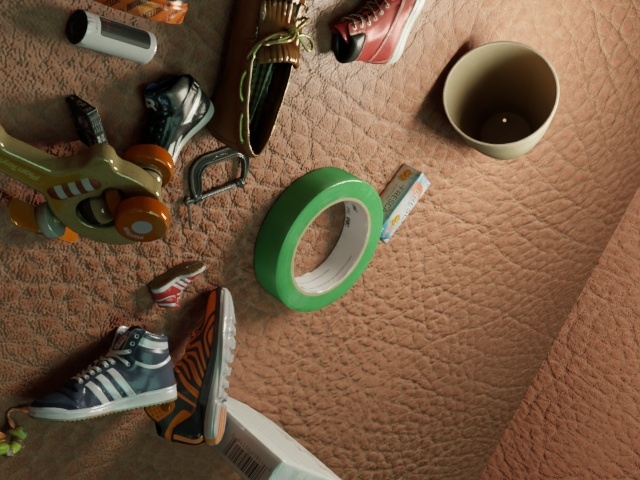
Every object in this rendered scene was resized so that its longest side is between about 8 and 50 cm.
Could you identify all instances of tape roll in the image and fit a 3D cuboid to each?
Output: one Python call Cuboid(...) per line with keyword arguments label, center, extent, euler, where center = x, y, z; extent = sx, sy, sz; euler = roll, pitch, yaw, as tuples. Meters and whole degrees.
Cuboid(label="tape roll", center=(0.000, 0.000, 1.993), extent=(0.321, 0.077, 0.321), euler=(-30, 137, -33))

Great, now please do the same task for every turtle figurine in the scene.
Cuboid(label="turtle figurine", center=(-0.597, 0.396, 1.588), extent=(0.269, 0.087, 0.217), euler=(-4, 119, -48))

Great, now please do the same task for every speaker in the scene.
Cuboid(label="speaker", center=(-0.322, -0.313, 1.405), extent=(0.136, 0.055, 0.055), euler=(7, 110, -51))

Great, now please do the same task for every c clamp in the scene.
Cuboid(label="c clamp", center=(-0.197, -0.111, 1.733), extent=(0.161, 0.022, 0.137), euler=(-29, 131, -31))

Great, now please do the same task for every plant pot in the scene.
Cuboid(label="plant pot", center=(0.433, -0.297, 2.165), extent=(0.256, 0.256, 0.274), euler=(-54, 161, -4))

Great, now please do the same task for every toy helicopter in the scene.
Cuboid(label="toy helicopter", center=(-0.412, -0.087, 1.399), extent=(0.355, 0.140, 0.235), euler=(29, 133, -35))

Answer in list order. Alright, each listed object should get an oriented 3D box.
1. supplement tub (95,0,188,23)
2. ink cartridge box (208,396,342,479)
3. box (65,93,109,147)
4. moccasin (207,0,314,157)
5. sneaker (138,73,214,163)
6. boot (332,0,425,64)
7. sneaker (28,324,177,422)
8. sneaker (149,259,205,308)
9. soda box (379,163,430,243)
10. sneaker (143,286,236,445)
Cuboid(label="supplement tub", center=(-0.223, -0.488, 1.260), extent=(0.207, 0.207, 0.338), euler=(0, 116, -49))
Cuboid(label="ink cartridge box", center=(-0.120, 0.466, 2.007), extent=(0.091, 0.308, 0.385), euler=(-53, 145, -5))
Cuboid(label="box", center=(-0.367, -0.182, 1.440), extent=(0.018, 0.067, 0.083), euler=(-36, 140, -27))
Cuboid(label="moccasin", center=(-0.087, -0.330, 1.584), extent=(0.139, 0.147, 0.380), euler=(6, 111, -51))
Cuboid(label="sneaker", center=(-0.281, -0.192, 1.533), extent=(0.217, 0.079, 0.121), euler=(-55, 142, -17))
Cuboid(label="boot", center=(0.110, -0.459, 1.773), extent=(0.176, 0.088, 0.244), euler=(-9, 126, -44))
Cuboid(label="sneaker", center=(-0.400, 0.239, 1.673), extent=(0.282, 0.099, 0.153), euler=(-5, 94, -36))
Cuboid(label="sneaker", center=(-0.273, 0.088, 1.771), extent=(0.118, 0.042, 0.067), euler=(-27, 131, -24))
Cuboid(label="soda box", center=(0.176, -0.088, 2.142), extent=(0.183, 0.063, 0.058), euler=(-53, 143, -5))
Cuboid(label="sneaker", center=(-0.272, 0.244, 1.824), extent=(0.124, 0.180, 0.321), euler=(76, 19, -70))
